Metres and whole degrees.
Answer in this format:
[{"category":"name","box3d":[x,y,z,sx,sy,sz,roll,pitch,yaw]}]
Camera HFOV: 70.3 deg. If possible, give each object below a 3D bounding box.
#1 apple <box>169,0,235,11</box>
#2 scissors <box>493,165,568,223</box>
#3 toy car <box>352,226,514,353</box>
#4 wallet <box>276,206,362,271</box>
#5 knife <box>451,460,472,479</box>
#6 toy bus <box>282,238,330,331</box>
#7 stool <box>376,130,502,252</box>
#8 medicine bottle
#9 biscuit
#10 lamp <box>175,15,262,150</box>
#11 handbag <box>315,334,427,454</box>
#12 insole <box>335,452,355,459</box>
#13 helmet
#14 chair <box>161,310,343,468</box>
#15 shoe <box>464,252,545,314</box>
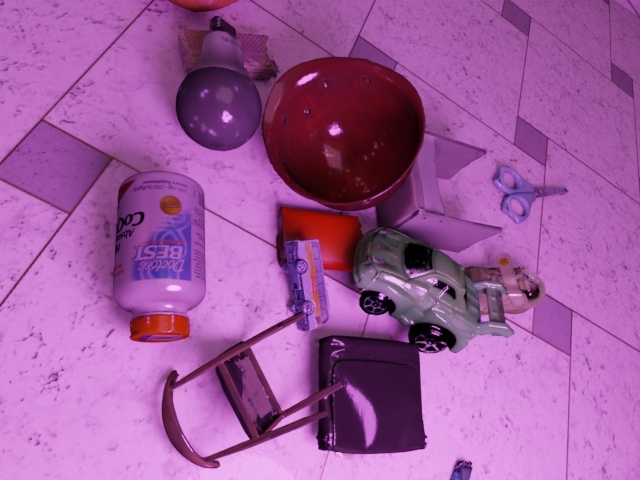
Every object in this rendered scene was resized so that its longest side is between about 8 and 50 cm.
[{"category":"apple","box3d":[-0.280,-0.773,1.069,0.391,0.346,0.392,15,60,-27]},{"category":"scissors","box3d":[0.705,-0.156,1.497,0.359,0.029,0.191,-6,75,-31]},{"category":"toy car","box3d":[0.243,0.104,1.025,0.358,0.176,0.214,36,41,-16]},{"category":"wallet","box3d":[0.000,0.000,1.052,0.204,0.045,0.143,6,69,-24]},{"category":"knife","box3d":[0.262,0.593,0.940,0.044,0.026,0.297,45,55,-17]},{"category":"toy bus","box3d":[-0.029,0.092,0.964,0.075,0.064,0.191,-11,91,-36]},{"category":"stool","box3d":[0.296,-0.123,1.185,0.269,0.170,0.244,10,65,-24]},{"category":"medicine bottle","box3d":[-0.287,0.032,0.822,0.156,0.157,0.289,4,67,-26]},{"category":"biscuit","box3d":[-0.226,-0.457,1.128,0.238,0.062,0.108,-9,75,-29]},{"category":"lamp","box3d":[-0.204,-0.345,1.011,0.181,0.182,0.314,22,64,-17]},{"category":"handbag","box3d":[0.101,0.316,0.937,0.246,0.080,0.223,11,69,-24]},{"category":"insole","box3d":[0.076,0.332,0.966,0.081,0.011,0.248,23,60,-17]},{"category":"helmet","box3d":[0.064,-0.216,1.064,0.385,0.230,0.338,41,88,25]},{"category":"chair","box3d":[-0.124,0.265,0.814,0.272,0.166,0.188,-29,83,9]},{"category":"shoe","box3d":[0.484,0.121,1.217,0.262,0.128,0.140,13,49,-25]}]
